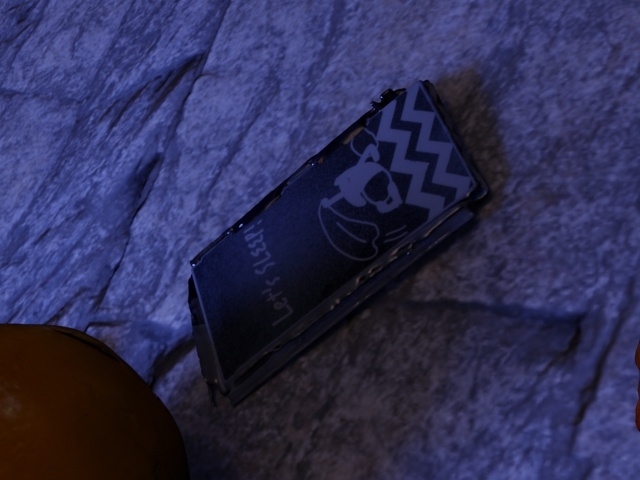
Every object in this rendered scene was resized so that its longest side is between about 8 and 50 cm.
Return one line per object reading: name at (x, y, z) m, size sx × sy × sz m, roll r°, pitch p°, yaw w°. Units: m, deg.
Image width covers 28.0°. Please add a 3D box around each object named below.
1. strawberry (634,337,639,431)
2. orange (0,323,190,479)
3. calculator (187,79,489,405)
strawberry at (0.232, 0.012, 0.645) m, size 0.111 × 0.190 × 0.236 m, roll 5°, pitch 77°, yaw 0°
orange at (-0.214, 0.177, 0.897) m, size 0.246 × 0.246 × 0.246 m, roll -27°, pitch 43°, yaw 28°
calculator at (0.000, 0.000, 0.998) m, size 0.274 × 0.028 × 0.165 m, roll -39°, pitch 42°, yaw 19°
